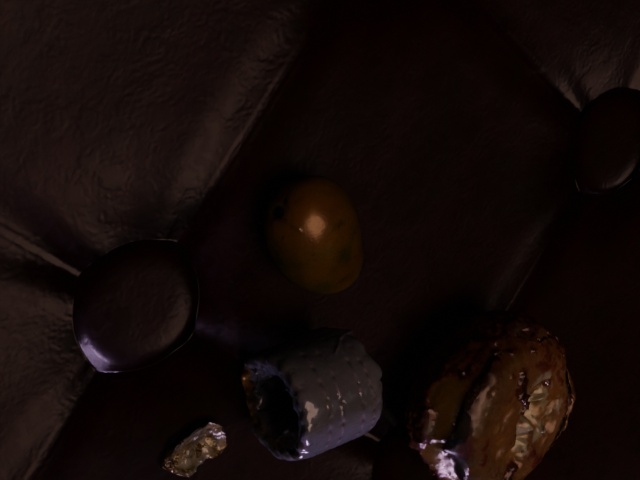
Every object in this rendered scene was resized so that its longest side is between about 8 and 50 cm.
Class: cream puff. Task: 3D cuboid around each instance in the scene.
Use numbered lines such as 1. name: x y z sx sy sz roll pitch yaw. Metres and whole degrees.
1. cream puff: 0.203 0.201 1.508 0.240 0.164 0.240 -29 131 -39

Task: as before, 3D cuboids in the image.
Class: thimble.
1. thimble: -0.009 0.170 1.347 0.117 0.151 0.127 -16 103 -30

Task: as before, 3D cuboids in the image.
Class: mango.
1. mango: -0.004 0.001 1.330 0.111 0.089 0.163 -33 131 -23

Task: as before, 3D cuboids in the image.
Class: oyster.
1. oyster: -0.145 0.235 1.360 0.083 0.019 0.054 -30 124 -26
